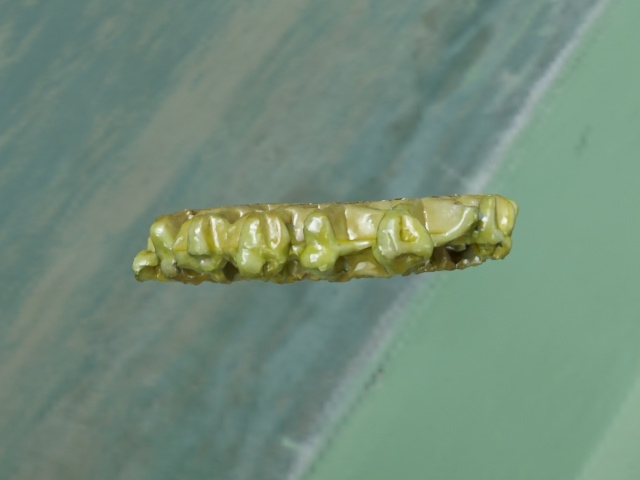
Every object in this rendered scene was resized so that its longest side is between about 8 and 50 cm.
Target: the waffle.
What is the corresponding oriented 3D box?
[{"bbox_3d":[0.004,0.000,0.923,0.191,0.191,0.038,-2,90,-27],"label":"waffle"}]
